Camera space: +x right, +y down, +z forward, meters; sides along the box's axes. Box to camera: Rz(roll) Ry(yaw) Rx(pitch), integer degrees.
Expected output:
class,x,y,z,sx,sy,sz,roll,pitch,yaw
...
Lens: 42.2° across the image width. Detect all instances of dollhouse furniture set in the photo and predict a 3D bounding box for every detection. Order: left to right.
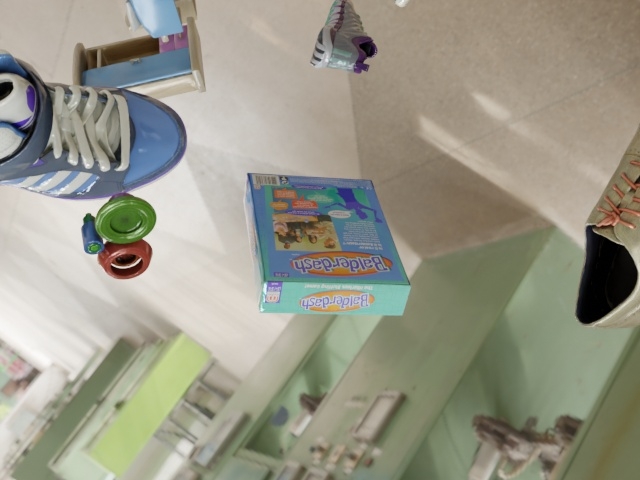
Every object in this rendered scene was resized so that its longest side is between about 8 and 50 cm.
class,x,y,z,sx,sy,sz,roll,pitch,yaw
dollhouse furniture set,-0.313,-0.391,1.254,0.198,0.286,0.303,-12,142,0

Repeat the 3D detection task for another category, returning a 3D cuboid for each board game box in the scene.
class,x,y,z,sx,sy,sz,roll,pitch,yaw
board game box,0.000,0.000,0.950,0.160,0.210,0.047,3,126,-12

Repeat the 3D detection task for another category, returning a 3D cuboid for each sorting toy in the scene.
class,x,y,z,sx,sy,sz,roll,pitch,yaw
sorting toy,-0.177,-0.011,0.724,0.102,0.061,0.042,104,152,-44

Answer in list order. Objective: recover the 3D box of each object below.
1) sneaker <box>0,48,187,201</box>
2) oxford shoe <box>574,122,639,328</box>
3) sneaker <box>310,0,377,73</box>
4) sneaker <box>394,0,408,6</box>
class,x,y,z,sx,sy,sz,roll,pitch,yaw
sneaker,-0.270,-0.112,0.835,0.323,0.130,0.236,-1,178,-23
oxford shoe,0.369,-0.044,0.910,0.123,0.130,0.348,38,132,49
sneaker,0.050,-0.334,1.387,0.098,0.223,0.083,18,129,-1
sneaker,0.114,-0.407,1.179,0.085,0.152,0.058,26,165,-4
